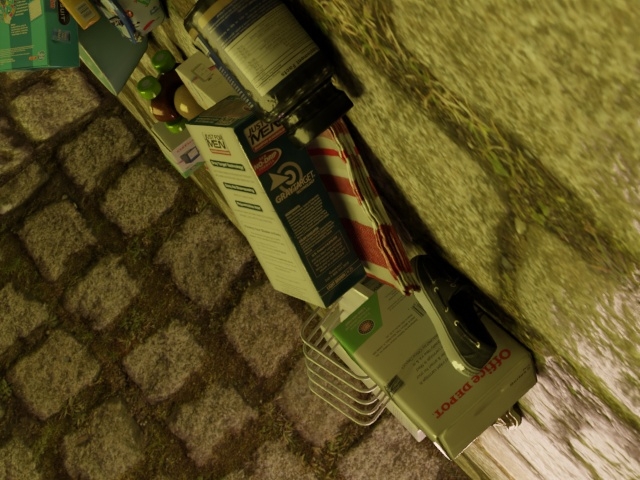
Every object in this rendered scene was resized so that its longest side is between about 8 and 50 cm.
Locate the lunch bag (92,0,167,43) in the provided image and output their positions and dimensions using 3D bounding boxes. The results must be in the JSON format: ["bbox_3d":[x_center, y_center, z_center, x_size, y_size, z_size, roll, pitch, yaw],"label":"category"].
[{"bbox_3d":[-0.433,-0.533,1.706,0.303,0.115,0.243,50,174,0],"label":"lunch bag"}]

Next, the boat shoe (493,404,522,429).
[{"bbox_3d":[0.341,0.332,1.671,0.068,0.072,0.190,43,170,38],"label":"boat shoe"}]

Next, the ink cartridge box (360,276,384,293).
[{"bbox_3d":[0.204,0.227,1.862,0.308,0.091,0.385,53,172,-26],"label":"ink cartridge box"}]

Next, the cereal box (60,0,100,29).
[{"bbox_3d":[-0.517,-0.513,1.690,0.173,0.047,0.240,53,176,-29],"label":"cereal box"}]

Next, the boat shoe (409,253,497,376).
[{"bbox_3d":[0.205,0.097,1.316,0.080,0.076,0.228,19,-143,-34],"label":"boat shoe"}]

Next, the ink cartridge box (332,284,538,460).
[{"bbox_3d":[0.186,0.189,1.405,0.273,0.198,0.114,43,170,38],"label":"ink cartridge box"}]

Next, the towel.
[{"bbox_3d":[0.039,-0.071,1.359,0.328,0.037,0.237,63,169,-15],"label":"towel"}]

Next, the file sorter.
[{"bbox_3d":[0.076,0.239,1.803,0.193,0.173,0.277,32,156,21],"label":"file sorter"}]

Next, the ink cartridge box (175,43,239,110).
[{"bbox_3d":[-0.219,-0.306,1.747,0.198,0.067,0.115,43,170,37],"label":"ink cartridge box"}]

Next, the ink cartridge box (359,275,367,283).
[{"bbox_3d":[0.000,0.000,1.875,0.217,0.092,0.159,56,166,-28],"label":"ink cartridge box"}]

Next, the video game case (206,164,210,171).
[{"bbox_3d":[-0.167,-0.158,1.975,0.204,0.025,0.285,28,168,-4],"label":"video game case"}]

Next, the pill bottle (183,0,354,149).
[{"bbox_3d":[-0.061,-0.228,1.090,0.219,0.123,0.123,51,172,-8],"label":"pill bottle"}]

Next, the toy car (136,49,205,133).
[{"bbox_3d":[-0.286,-0.330,1.937,0.189,0.148,0.155,10,155,29],"label":"toy car"}]

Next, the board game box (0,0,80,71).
[{"bbox_3d":[-0.638,-0.550,1.906,0.254,0.079,0.335,8,103,45],"label":"board game box"}]

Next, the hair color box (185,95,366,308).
[{"bbox_3d":[-0.071,-0.066,1.422,0.174,0.105,0.347,14,137,55],"label":"hair color box"}]

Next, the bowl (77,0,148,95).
[{"bbox_3d":[-0.541,-0.527,2.107,0.311,0.163,0.311,48,171,10],"label":"bowl"}]

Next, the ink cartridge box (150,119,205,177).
[{"bbox_3d":[-0.338,-0.269,2.228,0.093,0.154,0.212,48,171,13],"label":"ink cartridge box"}]

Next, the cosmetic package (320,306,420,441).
[{"bbox_3d":[0.177,0.321,2.193,0.365,0.155,0.197,47,171,19],"label":"cosmetic package"}]
